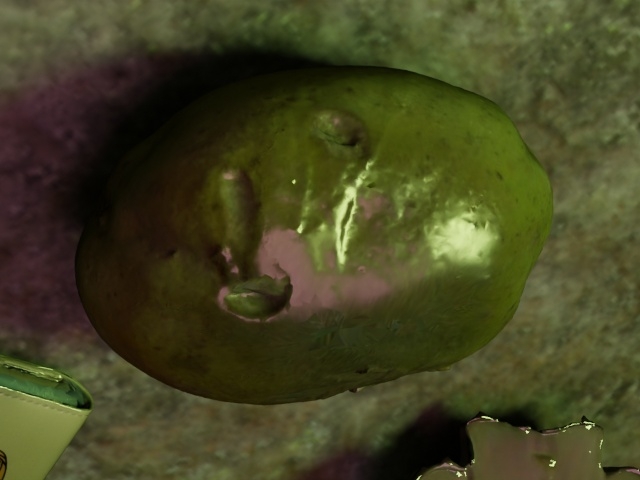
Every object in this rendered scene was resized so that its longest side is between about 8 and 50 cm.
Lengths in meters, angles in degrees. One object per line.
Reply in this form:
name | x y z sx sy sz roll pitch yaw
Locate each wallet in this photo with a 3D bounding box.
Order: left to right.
wallet | -0.211 0.128 1.035 0.110 0.039 0.155 19 118 -36

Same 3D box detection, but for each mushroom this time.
mushroom | 0.118 0.191 1.169 0.188 0.141 0.117 5 159 -19

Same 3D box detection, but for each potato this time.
potato | 0.000 0.001 0.948 0.228 0.148 0.197 13 135 -33
